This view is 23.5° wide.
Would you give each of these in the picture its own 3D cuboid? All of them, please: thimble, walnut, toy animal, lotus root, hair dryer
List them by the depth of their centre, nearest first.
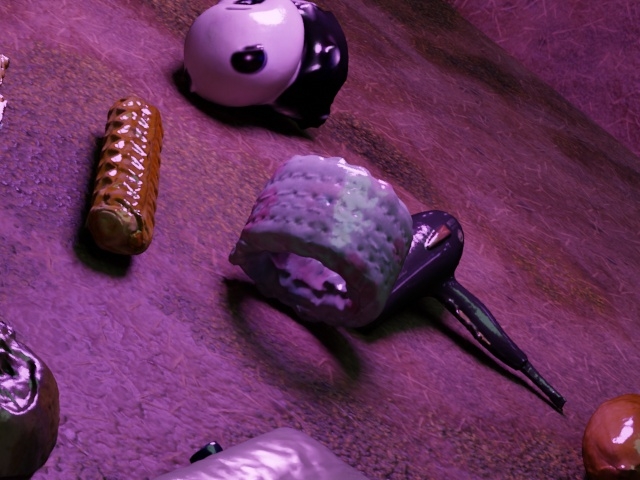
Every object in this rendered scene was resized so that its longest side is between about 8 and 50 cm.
[{"bbox_3d":[-0.318,0.127,1.397,0.204,0.078,0.183,21,25,-25],"label":"lotus root"},{"bbox_3d":[0.000,0.000,1.912,0.211,0.185,0.149,17,61,20],"label":"thimble"},{"bbox_3d":[0.414,0.269,2.032,0.137,0.137,0.245,36,22,6],"label":"walnut"},{"bbox_3d":[0.204,0.121,2.119,0.359,0.120,0.304,43,31,1],"label":"hair dryer"},{"bbox_3d":[-0.093,-0.301,2.404,0.267,0.212,0.212,15,28,-52],"label":"toy animal"}]

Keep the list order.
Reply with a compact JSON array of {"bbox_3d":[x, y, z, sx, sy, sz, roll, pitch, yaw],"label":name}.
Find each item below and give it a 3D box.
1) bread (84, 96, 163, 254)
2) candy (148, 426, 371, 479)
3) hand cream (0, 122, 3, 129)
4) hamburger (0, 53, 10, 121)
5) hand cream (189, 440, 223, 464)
[{"bbox_3d":[-0.240,-0.086,1.932,0.084,0.077,0.367,26,23,-16],"label":"bread"},{"bbox_3d":[-0.097,0.285,1.210,0.145,0.208,0.359,36,23,21],"label":"candy"},{"bbox_3d":[-0.438,-0.154,1.878,0.102,0.022,0.035,22,32,-16],"label":"hand cream"},{"bbox_3d":[-0.477,-0.176,1.760,0.262,0.124,0.131,14,47,-30],"label":"hamburger"},{"bbox_3d":[-0.067,0.267,1.511,0.163,0.039,0.062,48,24,18],"label":"hand cream"}]
